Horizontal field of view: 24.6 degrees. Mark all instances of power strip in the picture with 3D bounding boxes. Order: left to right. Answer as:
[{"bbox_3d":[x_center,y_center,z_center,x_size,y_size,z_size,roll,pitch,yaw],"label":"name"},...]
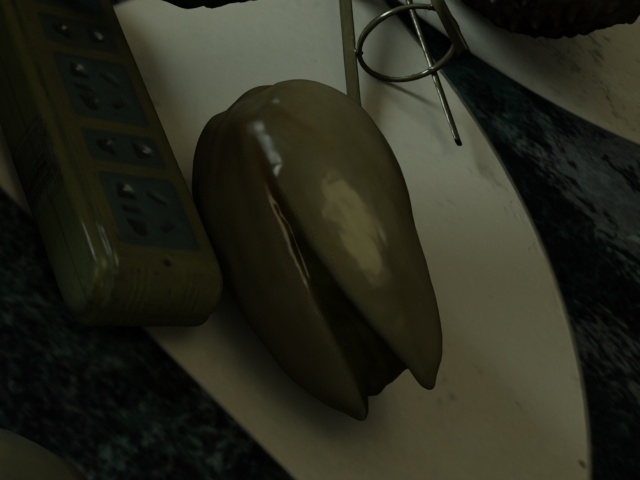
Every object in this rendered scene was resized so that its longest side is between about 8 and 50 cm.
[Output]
[{"bbox_3d":[-0.159,-0.111,0.901,0.092,0.066,0.387,5,47,-41],"label":"power strip"}]

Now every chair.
[{"bbox_3d":[0.062,-0.180,1.154,0.095,0.104,0.222,40,29,-51],"label":"chair"}]

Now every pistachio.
[{"bbox_3d":[0.000,0.000,0.877,0.136,0.136,0.226,-3,59,-43],"label":"pistachio"}]

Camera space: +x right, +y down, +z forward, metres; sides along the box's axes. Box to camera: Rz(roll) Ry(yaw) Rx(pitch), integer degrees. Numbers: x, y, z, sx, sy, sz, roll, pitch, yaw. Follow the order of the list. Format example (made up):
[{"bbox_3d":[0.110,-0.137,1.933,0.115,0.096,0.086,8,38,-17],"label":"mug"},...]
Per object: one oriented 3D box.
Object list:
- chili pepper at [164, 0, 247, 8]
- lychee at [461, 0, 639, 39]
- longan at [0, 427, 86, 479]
[{"bbox_3d":[-0.023,-0.202,0.981,0.359,0.076,0.085,-13,97,-39],"label":"chili pepper"},{"bbox_3d":[0.203,-0.317,1.267,0.300,0.300,0.300,24,39,-20],"label":"lychee"},{"bbox_3d":[-0.144,0.158,0.551,0.189,0.189,0.189,24,39,-20],"label":"longan"}]
